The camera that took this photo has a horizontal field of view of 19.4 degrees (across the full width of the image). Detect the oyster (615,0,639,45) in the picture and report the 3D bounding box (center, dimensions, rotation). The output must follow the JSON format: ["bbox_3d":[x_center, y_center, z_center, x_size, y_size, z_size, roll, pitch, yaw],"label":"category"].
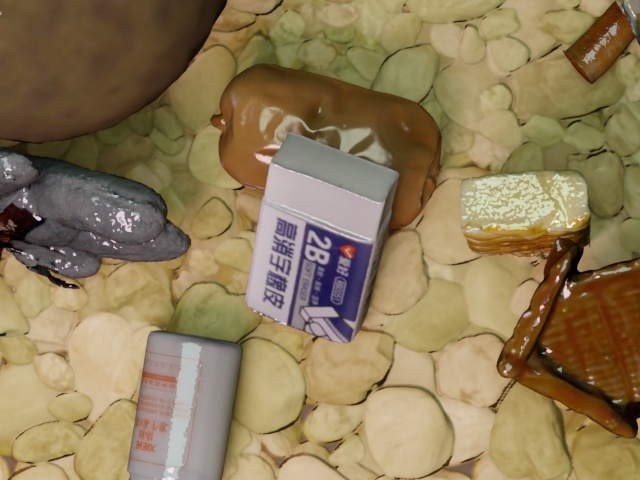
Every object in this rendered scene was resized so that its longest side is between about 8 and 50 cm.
[{"bbox_3d":[0.361,-0.226,1.883,0.108,0.053,0.166,-24,126,23],"label":"oyster"}]

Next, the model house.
[{"bbox_3d":[0.283,0.085,1.815,0.229,0.199,0.220,-14,98,8],"label":"model house"}]

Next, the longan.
[{"bbox_3d":[-0.283,-0.294,1.830,0.436,0.404,0.404,-20,83,-19],"label":"longan"}]

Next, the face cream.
[{"bbox_3d":[-0.147,0.222,1.917,0.101,0.101,0.252,9,87,7],"label":"face cream"}]

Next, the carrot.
[{"bbox_3d":[0.310,-0.226,1.922,0.048,0.048,0.139,44,90,8],"label":"carrot"}]

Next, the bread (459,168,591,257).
[{"bbox_3d":[0.203,-0.025,1.848,0.125,0.188,0.068,-4,83,7],"label":"bread"}]

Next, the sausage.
[{"bbox_3d":[0.005,-0.098,1.910,0.241,0.120,0.136,20,77,9],"label":"sausage"}]

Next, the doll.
[{"bbox_3d":[-0.310,-0.015,1.883,0.340,0.246,0.158,17,73,13],"label":"doll"}]

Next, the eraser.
[{"bbox_3d":[0.000,0.000,1.865,0.124,0.210,0.068,22,47,10],"label":"eraser"}]
